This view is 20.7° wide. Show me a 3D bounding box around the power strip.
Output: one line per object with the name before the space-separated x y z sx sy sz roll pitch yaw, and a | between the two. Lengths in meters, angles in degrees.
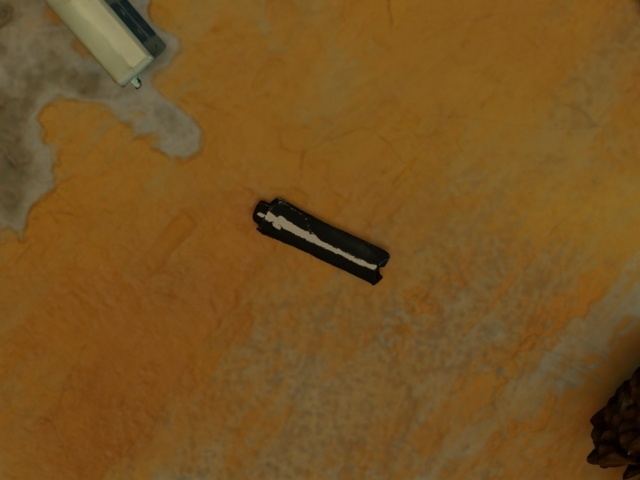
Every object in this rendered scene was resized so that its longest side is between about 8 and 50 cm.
power strip | -0.265 -0.280 1.500 0.043 0.106 0.367 -40 99 9

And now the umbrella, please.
umbrella | 0.001 -0.002 1.597 0.133 0.031 0.036 25 74 -5

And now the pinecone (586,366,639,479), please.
pinecone | 0.357 0.198 1.528 0.264 0.264 0.264 0 101 0
